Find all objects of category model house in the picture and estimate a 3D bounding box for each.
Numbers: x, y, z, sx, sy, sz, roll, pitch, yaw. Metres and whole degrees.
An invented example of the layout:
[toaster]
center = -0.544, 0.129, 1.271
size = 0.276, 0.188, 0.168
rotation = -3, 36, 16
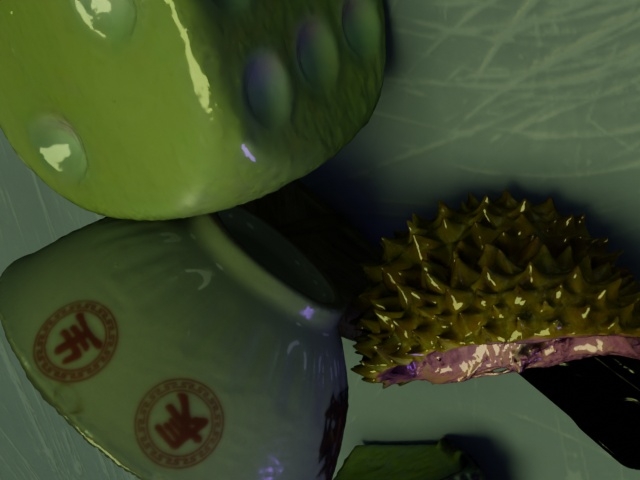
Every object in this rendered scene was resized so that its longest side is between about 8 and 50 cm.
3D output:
[model house]
center = 0.124, 0.336, 1.048
size = 0.211, 0.170, 0.193
rotation = -15, 109, 41

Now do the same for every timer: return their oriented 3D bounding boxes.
[timer]
center = 0.257, 0.116, 0.868
size = 0.187, 0.055, 0.144
rotation = 40, 136, 5

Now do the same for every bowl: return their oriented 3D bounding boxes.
[bowl]
center = -0.081, 0.068, 0.811
size = 0.337, 0.337, 0.157
rotation = 40, 101, 4

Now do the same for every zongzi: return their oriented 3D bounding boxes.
[zongzi]
center = 0.000, 0.000, 0.924
size = 0.195, 0.099, 0.197
rotation = 21, 137, 22

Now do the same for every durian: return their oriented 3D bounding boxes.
[durian]
center = 0.136, 0.039, 0.805
size = 0.261, 0.186, 0.154
rotation = -21, 147, 14

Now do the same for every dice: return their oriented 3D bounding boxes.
[dice]
center = -0.115, -0.175, 0.777
size = 0.250, 0.252, 0.254
rotation = -1, 121, 35
